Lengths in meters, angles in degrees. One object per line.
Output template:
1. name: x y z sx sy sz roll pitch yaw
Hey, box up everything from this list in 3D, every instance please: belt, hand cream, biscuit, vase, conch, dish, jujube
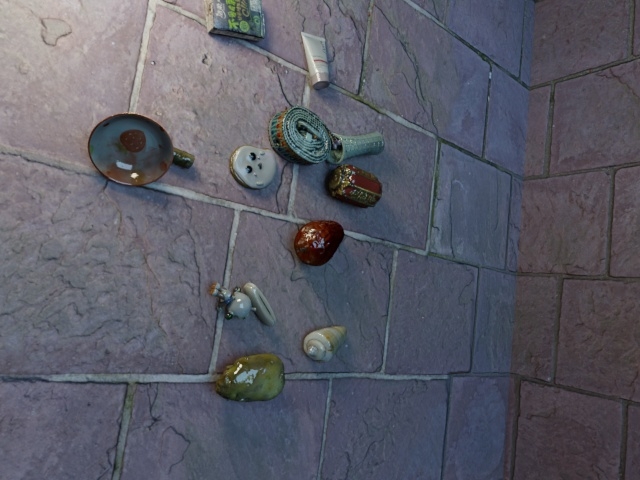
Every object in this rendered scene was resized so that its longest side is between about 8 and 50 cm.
1. belt: -0.071 -0.431 1.952 0.295 0.160 0.207 38 67 -30
2. hand cream: -0.012 -0.811 2.071 0.133 0.083 0.248 -4 82 -40
3. biscuit: -0.267 -0.299 1.869 0.208 0.049 0.181 7 83 -39
4. vase: 0.167 -0.442 2.156 0.298 0.143 0.143 -18 99 -39
5. conch: 0.040 0.451 2.032 0.255 0.127 0.159 -23 102 -37
6. dish: -0.623 -0.314 1.525 0.260 0.085 0.260 -11 131 -13
7. jujube: 0.000 0.000 2.002 0.255 0.189 0.190 -34 109 -51

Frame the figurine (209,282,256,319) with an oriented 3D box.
1. figurine: -0.342 0.234 1.770 0.197 0.093 0.147 33 47 -24

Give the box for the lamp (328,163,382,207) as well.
1. lamp: 0.162 -0.247 2.130 0.273 0.177 0.177 16 79 -38

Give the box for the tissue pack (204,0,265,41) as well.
1. tissue pack: -0.335 -0.892 1.817 0.235 0.073 0.174 -8 93 -37

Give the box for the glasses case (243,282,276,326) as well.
1. glasses case: -0.244 0.258 1.849 0.051 0.081 0.204 -40 113 -34

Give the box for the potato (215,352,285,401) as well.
1. potato: -0.267 0.534 1.786 0.296 0.141 0.192 2 104 -39

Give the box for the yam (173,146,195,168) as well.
1. yam: -0.570 -0.329 1.628 0.252 0.061 0.061 23 75 -34
